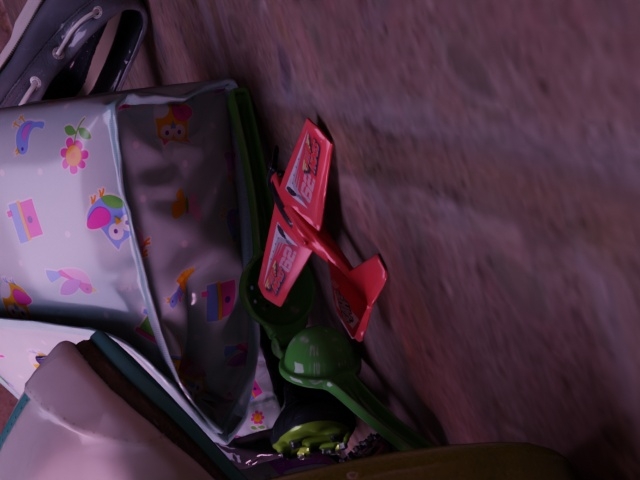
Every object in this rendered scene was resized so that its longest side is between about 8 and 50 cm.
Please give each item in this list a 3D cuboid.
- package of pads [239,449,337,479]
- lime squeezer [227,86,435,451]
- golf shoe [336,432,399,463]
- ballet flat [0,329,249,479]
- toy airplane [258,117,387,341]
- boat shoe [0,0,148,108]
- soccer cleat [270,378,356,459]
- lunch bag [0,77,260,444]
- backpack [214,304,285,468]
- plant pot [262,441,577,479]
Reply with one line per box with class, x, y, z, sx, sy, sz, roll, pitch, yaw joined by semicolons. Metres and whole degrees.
package of pads;-0.107;0.246;1.088;0.296;0.229;0.101;-162;57;-71
lime squeezer;-0.001;0.046;0.814;0.110;0.058;0.310;-51;54;36
golf shoe;0.040;0.179;0.807;0.086;0.067;0.186;47;169;10
ballet flat;-0.046;0.212;0.713;0.400;0.139;0.139;47;179;-31
toy airplane;0.000;0.000;0.740;0.151;0.028;0.151;29;123;58
boat shoe;-0.261;-0.114;1.137;0.099;0.116;0.319;39;107;32
soccer cleat;-0.008;0.120;0.866;0.179;0.060;0.072;90;172;-79
lunch bag;-0.164;0.023;0.897;0.223;0.160;0.262;0;102;36
backpack;-0.080;0.097;1.019;0.152;0.115;0.182;164;88;-79
plant pot;0.032;0.280;0.477;0.366;0.366;0.353;104;154;-66
